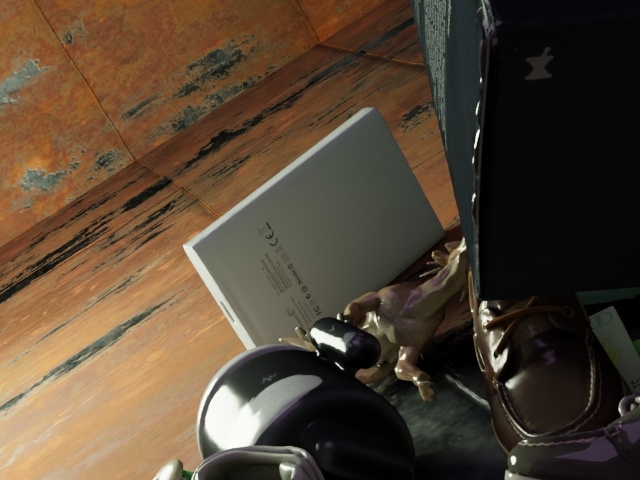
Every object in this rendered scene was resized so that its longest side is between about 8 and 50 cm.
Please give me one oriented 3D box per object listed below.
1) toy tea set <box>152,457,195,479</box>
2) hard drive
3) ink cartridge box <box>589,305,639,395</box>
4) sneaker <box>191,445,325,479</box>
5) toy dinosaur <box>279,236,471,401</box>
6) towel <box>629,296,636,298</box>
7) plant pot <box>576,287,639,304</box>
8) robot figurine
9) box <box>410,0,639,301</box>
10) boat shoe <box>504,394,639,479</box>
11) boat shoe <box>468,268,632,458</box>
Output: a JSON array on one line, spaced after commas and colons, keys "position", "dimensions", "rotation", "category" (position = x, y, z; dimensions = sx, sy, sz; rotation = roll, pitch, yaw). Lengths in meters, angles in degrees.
[{"position": [-0.138, 0.334, 1.250], "dimensions": [0.200, 0.124, 0.336], "rotation": [-55, 15, 22], "category": "toy tea set"}, {"position": [0.000, 0.000, 1.664], "dimensions": [0.307, 0.203, 0.040], "rotation": [-39, 21, -22], "category": "hard drive"}, {"position": [0.293, 0.114, 1.204], "dimensions": [0.235, 0.056, 0.171], "rotation": [-29, 19, 11], "category": "ink cartridge box"}, {"position": [0.010, 0.258, 1.007], "dimensions": [0.292, 0.169, 0.108], "rotation": [17, 48, 41], "category": "sneaker"}, {"position": [0.093, 0.089, 1.460], "dimensions": [0.200, 0.127, 0.295], "rotation": [-38, 8, -40], "category": "toy dinosaur"}, {"position": [0.317, 0.043, 1.404], "dimensions": [0.083, 0.009, 0.060], "rotation": [-4, 32, 50], "category": "towel"}, {"position": [0.317, -0.092, 1.432], "dimensions": [0.293, 0.196, 0.293], "rotation": [-25, 18, 9], "category": "plant pot"}, {"position": [-0.014, 0.199, 1.261], "dimensions": [0.209, 0.174, 0.278], "rotation": [-32, 20, -14], "category": "robot figurine"}, {"position": [0.338, -0.228, 1.178], "dimensions": [0.479, 0.297, 0.472], "rotation": [-5, 42, -1], "category": "box"}, {"position": [0.298, 0.140, 0.935], "dimensions": [0.335, 0.095, 0.112], "rotation": [0, -7, 22], "category": "boat shoe"}, {"position": [0.183, 0.084, 1.167], "dimensions": [0.123, 0.123, 0.342], "rotation": [-28, 19, 14], "category": "boat shoe"}]
